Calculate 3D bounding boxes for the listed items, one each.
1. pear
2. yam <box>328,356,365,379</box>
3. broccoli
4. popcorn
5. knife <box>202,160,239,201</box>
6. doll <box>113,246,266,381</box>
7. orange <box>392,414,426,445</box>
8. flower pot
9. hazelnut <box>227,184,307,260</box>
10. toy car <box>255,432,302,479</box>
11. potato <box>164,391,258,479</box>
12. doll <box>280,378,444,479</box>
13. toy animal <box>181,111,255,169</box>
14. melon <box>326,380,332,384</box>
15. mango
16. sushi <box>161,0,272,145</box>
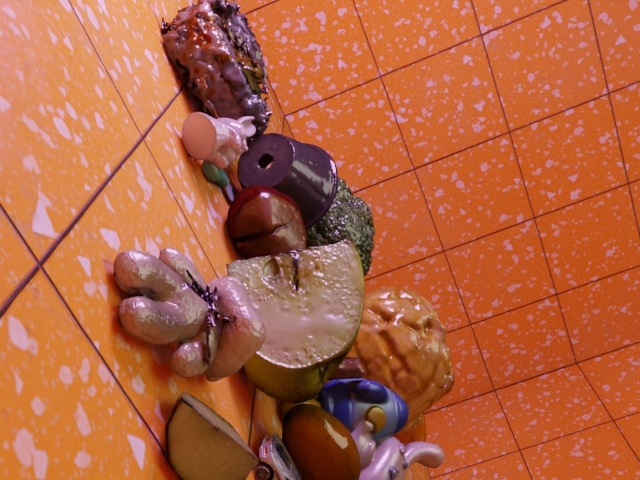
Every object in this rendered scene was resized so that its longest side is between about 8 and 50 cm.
[{"bbox_3d":[-0.041,0.168,1.240,0.176,0.286,0.282,92,-16,-57],"label":"pear"},{"bbox_3d":[-0.016,0.262,1.345,0.057,0.241,0.057,-25,-119,60],"label":"yam"},{"bbox_3d":[0.005,-0.006,1.866,0.413,0.321,0.310,48,6,-20],"label":"broccoli"},{"bbox_3d":[0.157,0.323,1.737,0.390,0.353,0.344,91,-18,-50],"label":"popcorn"},{"bbox_3d":[-0.221,-0.126,1.561,0.260,0.034,0.063,55,15,-69],"label":"knife"},{"bbox_3d":[-0.177,0.106,0.931,0.278,0.149,0.175,33,68,-55],"label":"doll"},{"bbox_3d":[0.217,0.576,2.041,0.240,0.240,0.240,-21,90,-82],"label":"orange"},{"bbox_3d":[-0.104,-0.163,1.635,0.166,0.269,0.269,47,23,-56],"label":"flower pot"},{"bbox_3d":[-0.128,-0.024,1.492,0.181,0.180,0.212,-37,107,-52],"label":"hazelnut"},{"bbox_3d":[-0.058,0.434,1.130,0.095,0.056,0.205,-55,123,-82],"label":"toy car"},{"bbox_3d":[-0.170,0.260,0.864,0.149,0.081,0.120,48,-14,-24],"label":"potato"},{"bbox_3d":[0.092,0.428,1.412,0.366,0.187,0.376,64,28,1],"label":"doll"},{"bbox_3d":[-0.194,-0.221,1.445,0.130,0.104,0.220,30,21,21],"label":"toy animal"},{"bbox_3d":[0.061,0.478,1.594,0.265,0.129,0.169,51,-29,2],"label":"melon"},{"bbox_3d":[-0.001,0.398,1.204,0.120,0.151,0.221,-48,144,-50],"label":"mango"},{"bbox_3d":[-0.237,-0.420,1.660,0.417,0.175,0.418,-19,90,-81],"label":"sushi"}]
